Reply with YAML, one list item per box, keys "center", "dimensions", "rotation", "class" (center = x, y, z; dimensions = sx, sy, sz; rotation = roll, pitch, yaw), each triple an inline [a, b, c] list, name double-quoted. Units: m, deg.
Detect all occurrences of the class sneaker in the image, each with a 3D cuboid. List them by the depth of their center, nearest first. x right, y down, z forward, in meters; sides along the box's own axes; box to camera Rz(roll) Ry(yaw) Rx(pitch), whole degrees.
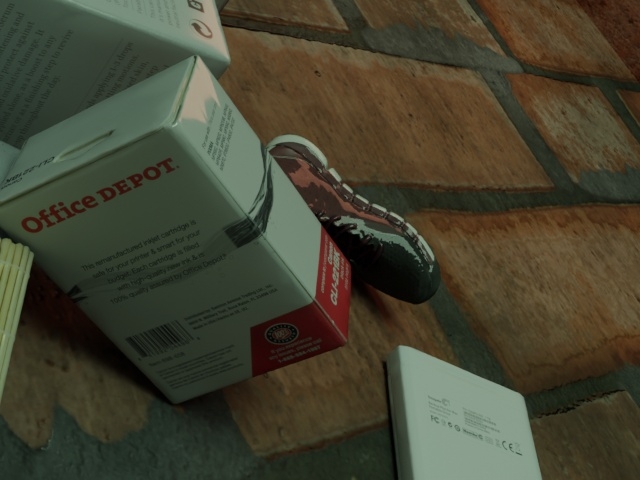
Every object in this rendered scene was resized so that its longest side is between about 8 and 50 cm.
- center: [0.000, 0.000, 1.196]
  dimensions: [0.281, 0.106, 0.162]
  rotation: [40, 39, 13]
  class: "sneaker"

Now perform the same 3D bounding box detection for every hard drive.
- center: [0.173, 0.278, 1.119]
  dimensions: [0.203, 0.040, 0.307]
  rotation: [25, 40, -25]
  class: "hard drive"

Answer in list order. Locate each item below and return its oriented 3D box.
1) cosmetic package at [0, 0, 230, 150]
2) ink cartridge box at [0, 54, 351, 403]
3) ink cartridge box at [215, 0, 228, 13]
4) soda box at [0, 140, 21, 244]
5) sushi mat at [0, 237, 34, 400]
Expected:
- center: [-0.342, -0.211, 0.947]
  dimensions: [0.453, 0.230, 0.161]
  rotation: [15, 43, -36]
  class: "cosmetic package"
- center: [-0.123, 0.000, 0.894]
  dimensions: [0.273, 0.197, 0.114]
  rotation: [53, 26, -33]
  class: "ink cartridge box"
- center: [-0.206, -0.274, 1.153]
  dimensions: [0.159, 0.218, 0.092]
  rotation: [36, 36, -12]
  class: "ink cartridge box"
- center: [-0.316, 0.031, 0.841]
  dimensions: [0.098, 0.091, 0.286]
  rotation: [27, 39, -25]
  class: "soda box"
- center: [-0.296, 0.095, 0.700]
  dimensions: [0.151, 0.019, 0.316]
  rotation: [26, 40, -27]
  class: "sushi mat"
